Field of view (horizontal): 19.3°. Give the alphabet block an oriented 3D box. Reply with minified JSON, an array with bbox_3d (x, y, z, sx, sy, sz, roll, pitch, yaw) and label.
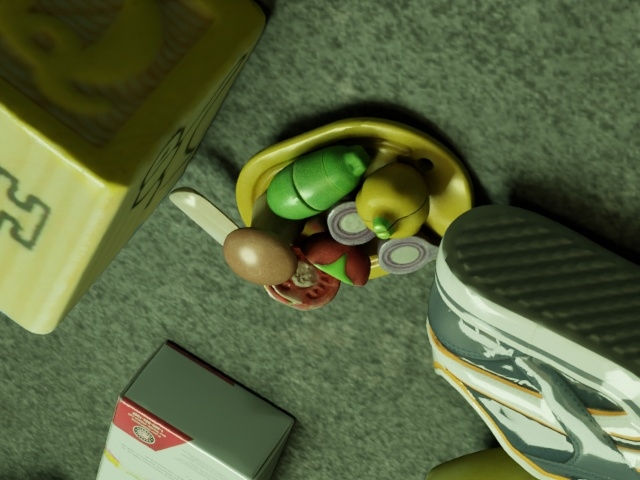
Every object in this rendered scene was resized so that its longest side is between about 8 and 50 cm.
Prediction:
[{"bbox_3d":[-0.181,-0.093,1.216,0.193,0.192,0.197,35,142,-1],"label":"alphabet block"}]

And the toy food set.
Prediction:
[{"bbox_3d":[0.000,0.000,1.247,0.218,0.071,0.128,-20,124,39],"label":"toy food set"}]

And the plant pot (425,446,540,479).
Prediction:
[{"bbox_3d":[0.152,0.196,1.327,0.095,0.134,0.134,-34,107,23],"label":"plant pot"}]

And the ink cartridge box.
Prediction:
[{"bbox_3d":[-0.108,0.182,1.542,0.127,0.072,0.175,31,142,7],"label":"ink cartridge box"}]

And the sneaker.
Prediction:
[{"bbox_3d":[0.209,0.102,1.172,0.321,0.126,0.127,32,140,20],"label":"sneaker"}]
